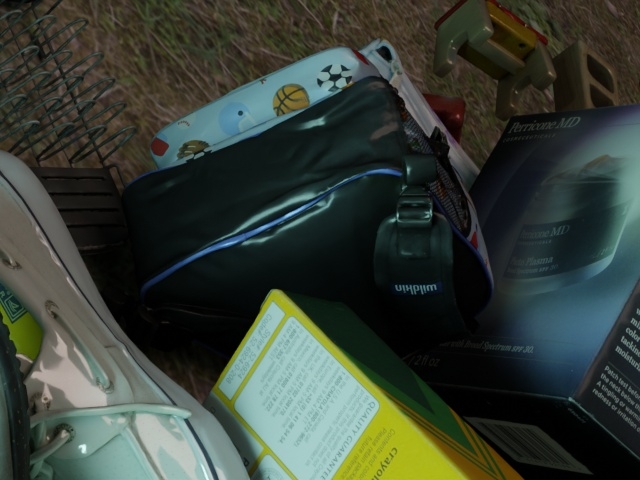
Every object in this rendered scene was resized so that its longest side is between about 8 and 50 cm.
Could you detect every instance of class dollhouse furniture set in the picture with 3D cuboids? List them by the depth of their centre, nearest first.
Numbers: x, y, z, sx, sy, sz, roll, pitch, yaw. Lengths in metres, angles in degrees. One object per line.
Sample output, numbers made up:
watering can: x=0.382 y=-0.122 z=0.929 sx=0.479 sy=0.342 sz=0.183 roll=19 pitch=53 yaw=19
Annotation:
dollhouse furniture set: x=0.236 y=-0.112 z=1.891 sx=0.374 sy=0.201 sz=0.152 roll=32 pitch=37 yaw=-25

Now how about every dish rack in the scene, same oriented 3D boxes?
dish rack: x=-0.226 y=-0.116 z=1.336 sx=0.208 sy=0.074 sz=0.271 roll=-3 pitch=63 yaw=-55

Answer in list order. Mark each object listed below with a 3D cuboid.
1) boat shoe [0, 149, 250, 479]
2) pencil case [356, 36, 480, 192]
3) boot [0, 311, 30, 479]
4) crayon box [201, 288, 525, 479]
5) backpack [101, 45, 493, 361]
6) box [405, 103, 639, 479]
boat shoe: x=-0.180 y=0.100 z=1.129 sx=0.367 sy=0.136 sz=0.156 roll=58 pitch=29 yaw=10
pencil case: x=0.092 y=-0.059 z=1.691 sx=0.273 sy=0.124 sz=0.113 roll=53 pitch=30 yaw=-6
boot: x=-0.244 y=0.148 z=0.944 sx=0.223 sy=0.118 sz=0.338 roll=-39 pitch=108 yaw=-60
crayon box: x=0.034 y=0.206 z=1.144 sx=0.083 sy=0.203 sz=0.323 roll=15 pitch=22 yaw=-48
backpack: x=0.000 y=0.000 z=1.387 sx=0.263 sy=0.277 sz=0.213 roll=49 pitch=27 yaw=-48
box: x=0.234 y=0.048 z=1.507 sx=0.183 sy=0.296 sz=0.294 roll=41 pitch=69 yaw=-25
